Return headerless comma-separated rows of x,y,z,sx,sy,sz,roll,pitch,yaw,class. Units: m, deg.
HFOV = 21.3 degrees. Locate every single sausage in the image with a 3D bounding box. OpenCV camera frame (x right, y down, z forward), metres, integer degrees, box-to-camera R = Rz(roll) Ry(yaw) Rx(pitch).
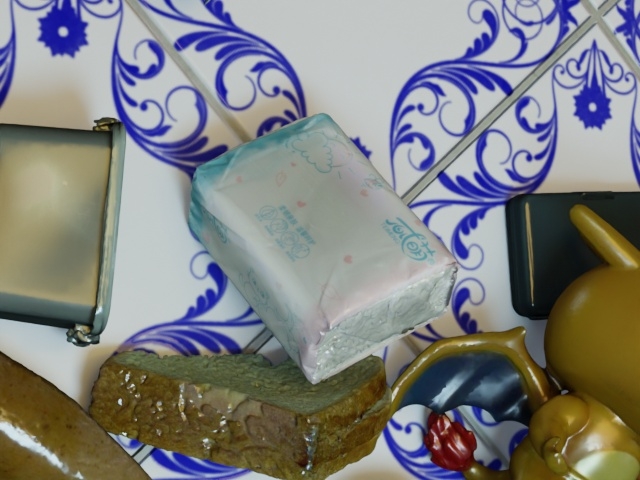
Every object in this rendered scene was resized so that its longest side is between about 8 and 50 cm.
-0.362,0.174,1.768,0.501,0.123,0.136,33,97,-19,sausage

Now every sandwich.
-0.077,0.179,1.899,0.254,0.288,0.099,-29,127,-64,sandwich

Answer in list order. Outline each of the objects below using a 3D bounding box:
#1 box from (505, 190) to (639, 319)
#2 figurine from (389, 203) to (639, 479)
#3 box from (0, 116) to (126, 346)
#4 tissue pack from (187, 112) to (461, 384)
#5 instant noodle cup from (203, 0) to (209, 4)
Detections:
0.345,0.017,2.150,0.230,0.050,0.160,-2,85,-24,box
0.310,0.182,1.974,0.401,0.268,0.387,28,91,-16,figurine
-0.291,-0.013,1.812,0.135,0.163,0.243,6,82,-15,box
-0.002,0.001,1.888,0.201,0.124,0.271,-27,59,-22,tissue pack
-0.169,-0.425,1.885,0.255,0.244,0.244,33,72,-10,instant noodle cup
